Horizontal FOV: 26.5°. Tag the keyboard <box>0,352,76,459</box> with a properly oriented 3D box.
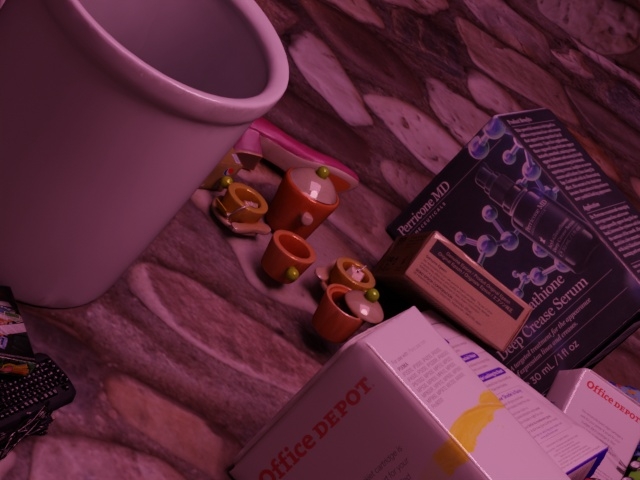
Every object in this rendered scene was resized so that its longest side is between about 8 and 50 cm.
[{"bbox_3d":[-0.338,0.177,1.508,0.100,0.038,0.192,49,32,11],"label":"keyboard"}]

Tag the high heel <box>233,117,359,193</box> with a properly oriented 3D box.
[{"bbox_3d":[-0.047,-0.151,2.221,0.244,0.082,0.117,11,51,-23],"label":"high heel"}]

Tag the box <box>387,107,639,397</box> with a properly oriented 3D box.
[{"bbox_3d":[0.365,0.021,2.268,0.395,0.293,0.212,52,31,16],"label":"box"}]

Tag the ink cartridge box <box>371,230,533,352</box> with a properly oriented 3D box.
[{"bbox_3d":[0.197,0.077,2.088,0.193,0.088,0.234,37,-8,-8],"label":"ink cartridge box"}]

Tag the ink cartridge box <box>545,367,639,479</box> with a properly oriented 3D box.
[{"bbox_3d":[0.390,0.308,2.044,0.139,0.082,0.191,35,70,-13],"label":"ink cartridge box"}]

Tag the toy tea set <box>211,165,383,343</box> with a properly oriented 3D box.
[{"bbox_3d":[0.000,0.000,2.006,0.200,0.124,0.336,-3,45,-52],"label":"toy tea set"}]

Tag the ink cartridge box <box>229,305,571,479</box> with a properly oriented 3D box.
[{"bbox_3d":[0.122,0.314,1.625,0.385,0.279,0.160,48,30,10],"label":"ink cartridge box"}]

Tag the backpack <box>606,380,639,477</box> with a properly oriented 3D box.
[{"bbox_3d":[0.443,0.300,2.182,0.173,0.117,0.158,18,37,-31],"label":"backpack"}]

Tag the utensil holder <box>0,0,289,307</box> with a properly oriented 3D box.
[{"bbox_3d":[-0.279,-0.149,1.646,0.327,0.385,0.328,30,32,-21],"label":"utensil holder"}]

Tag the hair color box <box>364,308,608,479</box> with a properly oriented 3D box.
[{"bbox_3d":[0.214,0.245,1.914,0.339,0.110,0.185,40,27,24],"label":"hair color box"}]

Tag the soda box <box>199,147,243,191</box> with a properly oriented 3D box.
[{"bbox_3d":[-0.190,-0.164,2.088,0.058,0.061,0.181,6,46,-45],"label":"soda box"}]

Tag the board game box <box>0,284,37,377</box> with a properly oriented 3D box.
[{"bbox_3d":[-0.447,0.079,1.496,0.259,0.030,0.136,15,33,-38],"label":"board game box"}]

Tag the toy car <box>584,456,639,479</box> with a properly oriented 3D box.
[{"bbox_3d":[0.450,0.396,1.964,0.225,0.053,0.239,-45,127,-46],"label":"toy car"}]
